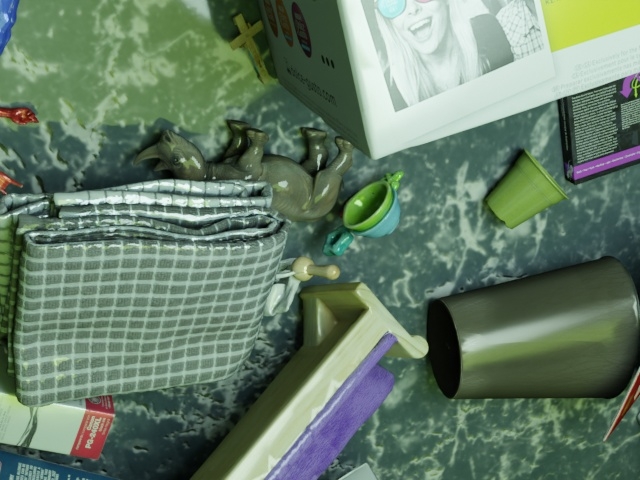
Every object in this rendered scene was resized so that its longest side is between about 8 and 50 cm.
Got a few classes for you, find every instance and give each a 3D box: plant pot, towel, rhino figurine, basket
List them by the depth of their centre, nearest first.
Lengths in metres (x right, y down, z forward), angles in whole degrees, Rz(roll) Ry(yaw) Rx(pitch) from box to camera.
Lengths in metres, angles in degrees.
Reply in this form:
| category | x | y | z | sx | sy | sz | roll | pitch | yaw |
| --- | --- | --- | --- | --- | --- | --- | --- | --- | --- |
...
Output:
| category | x | y | z | sx | sy | sz | roll | pitch | yaw |
| --- | --- | --- | --- | --- | --- | --- | --- | --- | --- |
| towel | -0.190 | 0.054 | 0.972 | 0.283 | 0.121 | 0.235 | -4 | 137 | -24 |
| rhino figurine | -0.085 | -0.075 | 1.038 | 0.243 | 0.073 | 0.106 | 3 | 107 | -18 |
| plant pot | 0.249 | -0.058 | 1.158 | 0.079 | 0.083 | 0.083 | -41 | 118 | 16 |
| basket | 0.262 | 0.123 | 1.190 | 0.226 | 0.154 | 0.204 | -5 | 125 | -12 |

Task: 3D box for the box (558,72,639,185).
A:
| category | x | y | z | sx | sy | sz | roll | pitch | yaw |
| --- | --- | --- | --- | --- | --- | --- | --- | --- | --- |
| box | 0.356 | -0.162 | 1.172 | 0.116 | 0.029 | 0.162 | -18 | 116 | -12 |

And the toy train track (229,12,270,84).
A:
| category | x | y | z | sx | sy | sz | roll | pitch | yaw |
| --- | --- | --- | --- | --- | --- | --- | --- | --- | --- |
| toy train track | -0.077 | -0.208 | 1.019 | 0.048 | 0.014 | 0.083 | -42 | 127 | -24 |

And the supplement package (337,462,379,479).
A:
| category | x | y | z | sx | sy | sz | roll | pitch | yaw |
| --- | --- | --- | --- | --- | --- | --- | --- | --- | --- |
| supplement package | 0.040 | 0.443 | 1.197 | 0.204 | 0.145 | 0.262 | -32 | 140 | -4 |

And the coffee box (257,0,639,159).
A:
| category | x | y | z | sx | sy | sz | roll | pitch | yaw |
| --- | --- | --- | --- | --- | --- | --- | --- | --- | --- |
| coffee box | 0.114 | -0.316 | 0.857 | 0.338 | 0.337 | 0.335 | -19 | 114 | -10 |

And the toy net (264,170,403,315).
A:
| category | x | y | z | sx | sy | sz | roll | pitch | yaw |
| --- | --- | --- | --- | --- | --- | --- | --- | --- | --- |
| toy net | 0.000 | 0.000 | 1.085 | 0.232 | 0.122 | 0.045 | -36 | 121 | 22 |

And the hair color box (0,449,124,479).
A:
| category | x | y | z | sx | sy | sz | roll | pitch | yaw |
| --- | --- | --- | --- | --- | --- | --- | --- | --- | --- |
| hair color box | -0.289 | 0.359 | 1.093 | 0.347 | 0.105 | 0.174 | 22 | 127 | -24 |

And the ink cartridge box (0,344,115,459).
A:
| category | x | y | z | sx | sy | sz | roll | pitch | yaw |
| --- | --- | --- | --- | --- | --- | --- | --- | --- | --- |
| ink cartridge box | -0.314 | 0.177 | 1.041 | 0.150 | 0.109 | 0.063 | 17 | 106 | -23 |

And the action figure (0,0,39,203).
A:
| category | x | y | z | sx | sy | sz | roll | pitch | yaw |
| --- | --- | --- | --- | --- | --- | --- | --- | --- | --- |
| action figure | -0.306 | -0.155 | 0.920 | 0.139 | 0.091 | 0.280 | 36 | 96 | -18 |

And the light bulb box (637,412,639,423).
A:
| category | x | y | z | sx | sy | sz | roll | pitch | yaw |
| --- | --- | --- | --- | --- | --- | --- | --- | --- | --- |
| light bulb box | 0.711 | 0.287 | 1.281 | 0.358 | 0.361 | 0.225 | -41 | 118 | 1 |

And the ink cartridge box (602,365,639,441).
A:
| category | x | y | z | sx | sy | sz | roll | pitch | yaw |
| --- | --- | --- | --- | --- | --- | --- | --- | --- | --- |
| ink cartridge box | 0.471 | 0.118 | 1.203 | 0.296 | 0.066 | 0.261 | -15 | 125 | -60 |

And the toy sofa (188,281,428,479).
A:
| category | x | y | z | sx | sy | sz | roll | pitch | yaw |
| --- | --- | --- | --- | --- | --- | --- | --- | --- | --- |
| toy sofa | -0.035 | 0.229 | 1.046 | 0.177 | 0.150 | 0.362 | 48 | 67 | -14 |
